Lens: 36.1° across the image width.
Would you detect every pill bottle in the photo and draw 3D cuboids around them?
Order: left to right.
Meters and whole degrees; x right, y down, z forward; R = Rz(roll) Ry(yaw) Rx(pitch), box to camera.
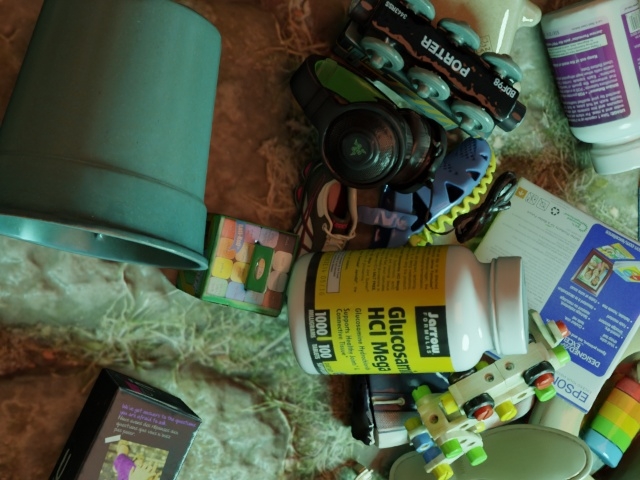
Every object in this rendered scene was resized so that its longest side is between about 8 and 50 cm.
[{"bbox_3d":[0.133,0.102,1.451,0.334,0.188,0.188,-4,96,15],"label":"pill bottle"},{"bbox_3d":[0.510,-0.278,1.744,0.169,0.169,0.301,-22,101,-19],"label":"pill bottle"}]

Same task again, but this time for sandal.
[{"bbox_3d":[0.165,-0.074,1.650,0.317,0.126,0.138,-45,104,-15],"label":"sandal"}]

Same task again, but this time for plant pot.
[{"bbox_3d":[-0.292,-0.154,1.369,0.341,0.341,0.334,14,80,-22],"label":"plant pot"}]

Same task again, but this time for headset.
[{"bbox_3d":[0.121,-0.159,1.498,0.185,0.394,0.243,-48,155,24],"label":"headset"}]

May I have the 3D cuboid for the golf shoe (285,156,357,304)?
[{"bbox_3d":[0.000,0.000,1.589,0.105,0.120,0.273,5,93,-23],"label":"golf shoe"}]

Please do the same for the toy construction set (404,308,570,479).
[{"bbox_3d":[0.278,0.237,1.548,0.328,0.151,0.215,-41,149,-7],"label":"toy construction set"}]

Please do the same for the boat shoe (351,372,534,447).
[{"bbox_3d":[0.213,0.240,1.681,0.340,0.127,0.158,-10,105,-20],"label":"boat shoe"}]

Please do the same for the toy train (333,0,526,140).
[{"bbox_3d":[0.175,-0.281,1.584,0.334,0.190,0.142,33,81,-13],"label":"toy train"}]

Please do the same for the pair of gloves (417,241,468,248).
[{"bbox_3d":[0.168,0.066,1.644,0.198,0.023,0.159,-4,134,-53],"label":"pair of gloves"}]

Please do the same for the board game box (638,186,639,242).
[{"bbox_3d":[0.715,-0.027,1.911,0.211,0.039,0.160,-2,95,-21],"label":"board game box"}]

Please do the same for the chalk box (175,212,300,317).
[{"bbox_3d":[-0.123,0.035,1.489,0.132,0.213,0.132,15,87,-21],"label":"chalk box"}]

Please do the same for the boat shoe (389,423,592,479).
[{"bbox_3d":[0.294,0.402,1.664,0.340,0.127,0.113,-17,141,15],"label":"boat shoe"}]

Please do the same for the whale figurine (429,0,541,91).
[{"bbox_3d":[0.265,-0.367,1.670,0.216,0.141,0.272,-14,123,13],"label":"whale figurine"}]

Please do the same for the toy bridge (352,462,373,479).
[{"bbox_3d":[0.015,0.444,1.654,0.188,0.063,0.026,-36,105,-15],"label":"toy bridge"}]

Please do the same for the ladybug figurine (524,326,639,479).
[{"bbox_3d":[0.513,0.321,1.789,0.305,0.162,0.449,45,77,-17],"label":"ladybug figurine"}]

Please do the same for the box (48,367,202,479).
[{"bbox_3d":[-0.310,0.348,1.464,0.143,0.165,0.270,27,83,-20],"label":"box"}]

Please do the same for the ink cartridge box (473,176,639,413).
[{"bbox_3d":[0.401,0.092,1.703,0.303,0.072,0.307,31,84,13],"label":"ink cartridge box"}]
